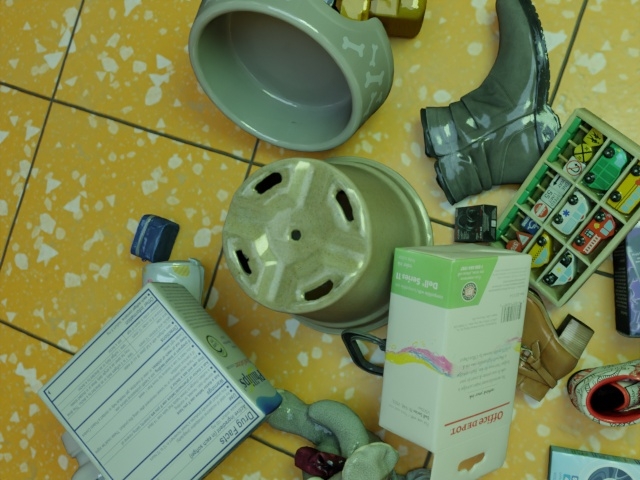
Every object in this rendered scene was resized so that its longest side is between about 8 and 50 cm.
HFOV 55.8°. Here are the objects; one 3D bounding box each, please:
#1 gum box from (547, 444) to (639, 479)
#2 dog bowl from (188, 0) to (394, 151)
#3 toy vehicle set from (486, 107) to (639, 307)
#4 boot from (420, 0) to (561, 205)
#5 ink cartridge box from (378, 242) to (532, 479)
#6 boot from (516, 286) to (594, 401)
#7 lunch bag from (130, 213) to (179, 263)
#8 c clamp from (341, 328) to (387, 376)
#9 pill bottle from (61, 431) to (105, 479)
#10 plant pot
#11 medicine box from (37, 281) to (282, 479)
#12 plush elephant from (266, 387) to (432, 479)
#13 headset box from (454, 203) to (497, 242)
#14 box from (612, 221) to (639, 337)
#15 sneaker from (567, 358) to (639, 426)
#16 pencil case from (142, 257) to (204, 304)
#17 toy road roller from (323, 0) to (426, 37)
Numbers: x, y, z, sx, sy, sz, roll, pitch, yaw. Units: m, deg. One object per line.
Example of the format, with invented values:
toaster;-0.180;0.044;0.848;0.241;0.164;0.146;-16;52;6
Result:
gum box;0.459;0.424;0.964;0.184;0.041;0.157;5;88;15
dog bowl;-0.059;-0.285;0.996;0.349;0.349;0.102;17;61;16
toy vehicle set;0.386;-0.046;0.932;0.166;0.035;0.267;46;131;26
boot;0.270;-0.242;1.017;0.223;0.118;0.338;-11;85;17
ink cartridge box;0.205;0.189;0.940;0.119;0.207;0.353;13;101;49
boot;0.328;0.159;1.005;0.197;0.073;0.152;36;103;20
lunch bag;-0.334;-0.001;1.204;0.065;0.067;0.098;22;94;17
c clamp;0.107;0.204;1.041;0.137;0.160;0.022;7;52;36
pill bottle;-0.352;0.473;1.126;0.176;0.176;0.318;-34;78;12
plant pot;0.000;0.000;0.984;0.334;0.305;0.333;-1;86;17
medicine box;-0.260;0.260;1.012;0.263;0.149;0.289;-44;81;3
plush elephant;0.021;0.411;0.980;0.330;0.255;0.271;4;88;16
headset box;0.261;-0.027;1.033;0.032;0.083;0.062;5;87;-27
box;0.540;0.045;0.928;0.153;0.108;0.207;-3;86;15
sneaker;0.516;0.215;0.906;0.270;0.145;0.090;-16;83;14
pencil case;-0.278;0.171;1.154;0.124;0.113;0.273;-6;85;23
toy road roller;0.074;-0.480;1.053;0.241;0.202;0.329;10;95;4
